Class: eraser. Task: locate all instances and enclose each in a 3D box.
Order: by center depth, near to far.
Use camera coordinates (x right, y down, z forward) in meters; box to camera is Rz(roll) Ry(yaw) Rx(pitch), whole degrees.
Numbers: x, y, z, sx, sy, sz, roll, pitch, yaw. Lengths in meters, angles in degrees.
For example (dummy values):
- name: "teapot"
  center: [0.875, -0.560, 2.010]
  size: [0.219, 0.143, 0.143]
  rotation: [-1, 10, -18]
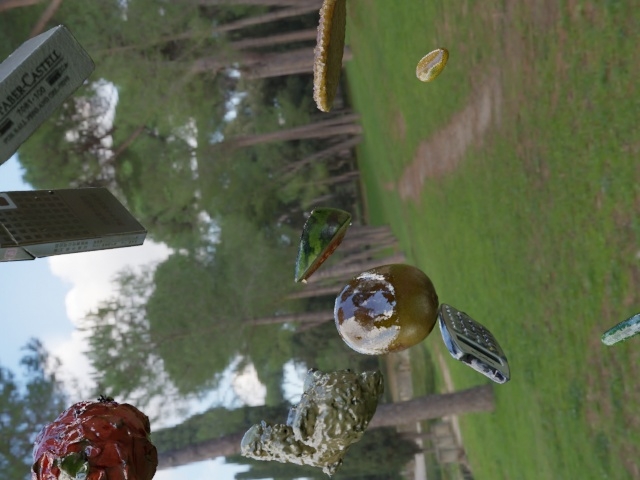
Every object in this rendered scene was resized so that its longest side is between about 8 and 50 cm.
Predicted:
- name: "eraser"
  center: [-0.568, -0.241, 1.467]
  size: [0.352, 0.077, 0.111]
  rotation: [-53, -46, -22]

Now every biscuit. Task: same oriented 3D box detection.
- name: "biscuit"
  center: [0.018, -0.391, 1.646]
  size: [0.254, 0.035, 0.253]
  rotation: [9, -90, -83]

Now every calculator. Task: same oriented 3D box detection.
- name: "calculator"
  center: [0.348, 0.227, 1.847]
  size: [0.040, 0.177, 0.268]
  rotation: [-55, 11, 21]

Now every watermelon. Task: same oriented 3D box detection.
- name: "watermelon"
  center: [0.005, 0.003, 1.370]
  size: [0.245, 0.063, 0.119]
  rotation: [-53, -21, -73]

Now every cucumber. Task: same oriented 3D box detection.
- name: "cucumber"
  center: [0.548, 0.157, 1.437]
  size: [0.155, 0.037, 0.037]
  rotation: [125, 146, -57]

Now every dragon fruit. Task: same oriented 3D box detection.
- name: "dragon fruit"
  center: [-0.315, 0.312, 1.137]
  size: [0.209, 0.173, 0.172]
  rotation: [-70, -27, -72]

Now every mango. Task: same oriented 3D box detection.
- name: "mango"
  center: [0.300, -0.471, 2.152]
  size: [0.114, 0.057, 0.078]
  rotation: [-41, 28, 45]

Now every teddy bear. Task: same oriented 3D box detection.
- name: "teddy bear"
  center: [0.005, 0.310, 1.412]
  size: [0.156, 0.267, 0.256]
  rotation: [49, 150, 20]

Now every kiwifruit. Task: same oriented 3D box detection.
- name: "kiwifruit"
  center: [0.148, 0.149, 1.748]
  size: [0.196, 0.234, 0.195]
  rotation: [22, -118, -50]

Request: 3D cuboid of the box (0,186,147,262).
- name: "box"
  center: [-0.530, -0.039, 1.611]
  size: [0.180, 0.325, 0.047]
  rotation: [42, 122, 31]
